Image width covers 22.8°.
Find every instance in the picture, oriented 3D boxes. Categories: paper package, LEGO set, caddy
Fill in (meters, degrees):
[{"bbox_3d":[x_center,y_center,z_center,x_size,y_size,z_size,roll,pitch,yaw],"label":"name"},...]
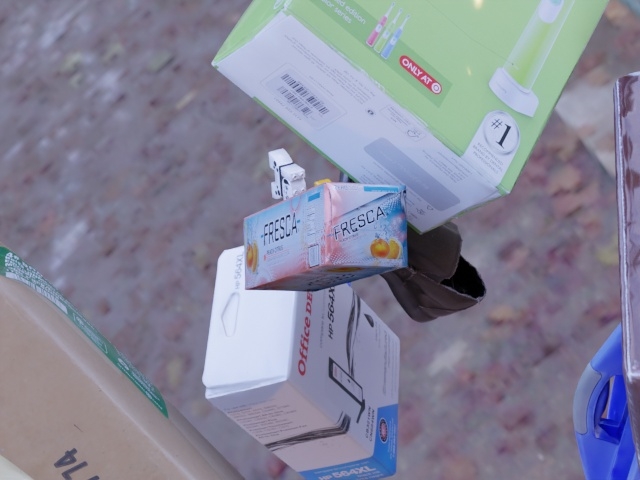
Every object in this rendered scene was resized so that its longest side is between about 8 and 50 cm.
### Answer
[{"bbox_3d":[-0.227,0.210,1.100,0.309,0.325,0.168,-44,18,-4],"label":"paper package"},{"bbox_3d":[0.006,0.008,1.818,0.087,0.227,0.093,-17,28,-25],"label":"LEGO set"},{"bbox_3d":[0.328,0.158,1.492,0.179,0.341,0.241,9,43,4],"label":"caddy"}]

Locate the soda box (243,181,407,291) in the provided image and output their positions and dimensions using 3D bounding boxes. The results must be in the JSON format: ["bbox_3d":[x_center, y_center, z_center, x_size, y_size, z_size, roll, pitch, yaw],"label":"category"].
[{"bbox_3d":[0.000,0.000,1.138,0.183,0.063,0.058,162,108,-68],"label":"soda box"}]

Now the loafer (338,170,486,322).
[{"bbox_3d":[0.081,-0.005,1.339,0.078,0.220,0.080,-8,60,25],"label":"loafer"}]

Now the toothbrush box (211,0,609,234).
[{"bbox_3d":[0.087,-0.183,1.165,0.122,0.206,0.283,-26,30,58],"label":"toothbrush box"}]

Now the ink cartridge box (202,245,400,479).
[{"bbox_3d":[-0.011,0.110,1.409,0.086,0.203,0.148,-13,54,25],"label":"ink cartridge box"}]

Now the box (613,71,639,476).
[{"bbox_3d":[0.213,0.050,0.645,0.168,0.203,0.167,-5,44,13],"label":"box"}]

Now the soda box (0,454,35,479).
[{"bbox_3d":[-0.118,0.128,0.584,0.181,0.061,0.058,33,111,17],"label":"soda box"}]
